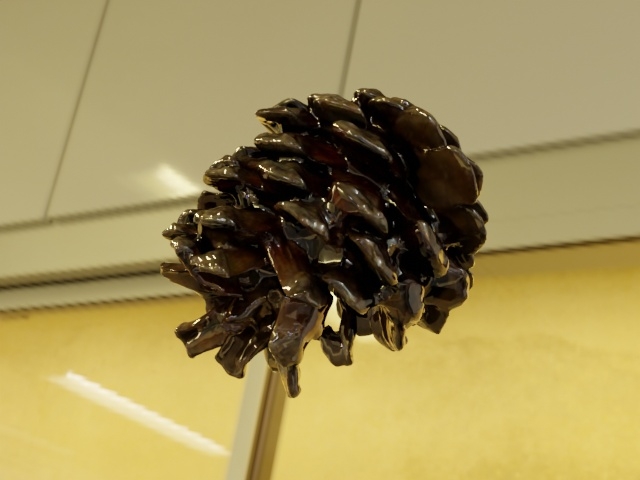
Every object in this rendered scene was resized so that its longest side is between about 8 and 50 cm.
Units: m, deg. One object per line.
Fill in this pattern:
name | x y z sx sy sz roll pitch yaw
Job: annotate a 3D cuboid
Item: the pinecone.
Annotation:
pinecone | 0.002 -0.005 0.765 0.179 0.205 0.184 36 -43 34
